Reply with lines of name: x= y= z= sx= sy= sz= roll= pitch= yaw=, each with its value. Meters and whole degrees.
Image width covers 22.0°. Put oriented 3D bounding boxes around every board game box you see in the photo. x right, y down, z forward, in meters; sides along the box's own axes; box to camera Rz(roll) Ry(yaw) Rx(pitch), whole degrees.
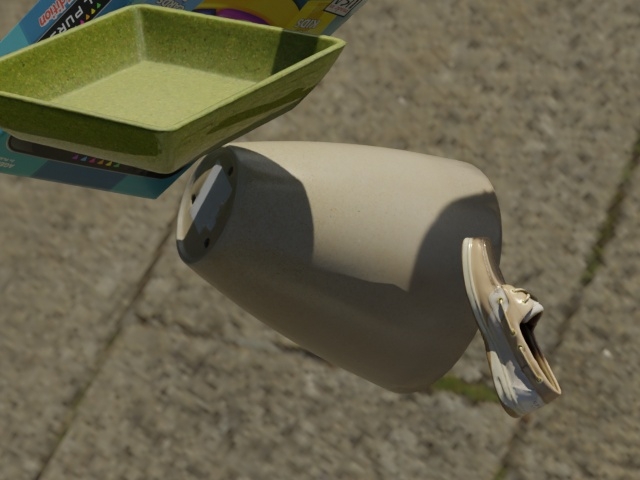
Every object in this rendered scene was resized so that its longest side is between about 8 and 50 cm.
board game box: x=-0.137 y=-0.179 z=1.487 sx=0.336 sy=0.253 sz=0.079 roll=-41 pitch=63 yaw=25

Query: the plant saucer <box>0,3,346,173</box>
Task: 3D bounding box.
plant saucer: x=-0.109 y=-0.096 z=1.067 sx=0.188 sy=0.045 sz=0.188 roll=15 pitch=30 yaw=33

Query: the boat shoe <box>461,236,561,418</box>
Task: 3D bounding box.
boat shoe: x=0.174 y=0.072 z=1.486 sx=0.059 sy=0.063 sz=0.170 roll=-20 pitch=78 yaw=21

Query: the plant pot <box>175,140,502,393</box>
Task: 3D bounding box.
plant pot: x=0.000 y=0.000 z=1.693 sx=0.256 sy=0.274 sz=0.256 roll=-39 pitch=42 yaw=46
